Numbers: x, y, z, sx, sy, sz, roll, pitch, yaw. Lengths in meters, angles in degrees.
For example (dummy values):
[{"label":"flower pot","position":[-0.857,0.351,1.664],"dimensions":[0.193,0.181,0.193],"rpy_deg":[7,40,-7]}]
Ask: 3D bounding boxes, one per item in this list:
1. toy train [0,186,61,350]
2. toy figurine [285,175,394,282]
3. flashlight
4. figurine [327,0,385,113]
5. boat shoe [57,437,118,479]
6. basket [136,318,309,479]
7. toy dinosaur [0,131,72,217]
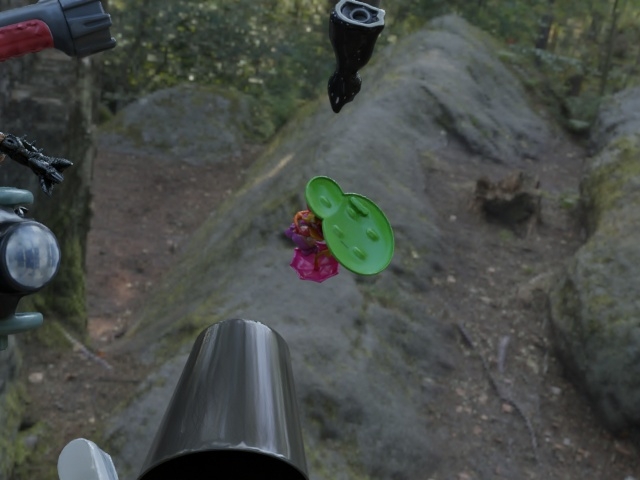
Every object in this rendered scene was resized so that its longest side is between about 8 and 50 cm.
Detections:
[{"label":"toy train","position":[-0.361,0.021,0.669],"dimensions":[0.333,0.142,0.190],"rpy_deg":[-3,0,33]},{"label":"toy figurine","position":[0.000,0.000,1.326],"dimensions":[0.173,0.159,0.130],"rpy_deg":[45,51,-12]},{"label":"flashlight","position":[-0.427,-0.250,1.141],"dimensions":[0.304,0.103,0.103],"rpy_deg":[-19,40,-18]},{"label":"figurine","position":[0.058,-0.368,1.546],"dimensions":[0.092,0.209,0.215],"rpy_deg":[12,52,-2]},{"label":"boat shoe","position":[-0.231,0.301,0.922],"dimensions":[0.184,0.066,0.063],"rpy_deg":[57,6,33]},{"label":"basket","position":[-0.107,0.214,1.029],"dimensions":[0.204,0.154,0.227],"rpy_deg":[-13,34,11]},{"label":"toy dinosaur","position":[-0.462,-0.110,1.139],"dimensions":[0.218,0.164,0.322],"rpy_deg":[34,31,-22]}]
